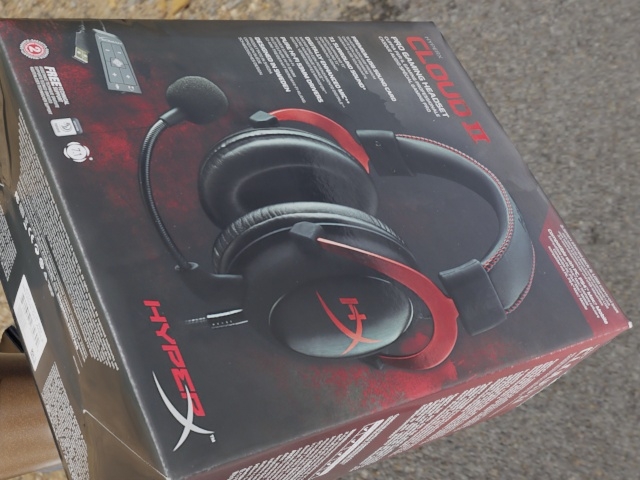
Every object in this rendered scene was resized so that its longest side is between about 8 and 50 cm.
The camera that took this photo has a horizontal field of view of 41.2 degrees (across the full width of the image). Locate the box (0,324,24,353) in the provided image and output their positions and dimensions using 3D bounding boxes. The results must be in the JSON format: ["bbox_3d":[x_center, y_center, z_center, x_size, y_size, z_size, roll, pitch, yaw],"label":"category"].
[{"bbox_3d":[-0.474,0.247,1.394,0.164,0.201,0.021,46,49,8],"label":"box"}]

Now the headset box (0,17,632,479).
[{"bbox_3d":[0.000,0.000,0.437,0.293,0.110,0.218,-9,62,-35],"label":"headset box"}]

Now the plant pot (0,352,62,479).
[{"bbox_3d":[-0.350,0.192,0.923,0.165,0.167,0.167,4,90,-46],"label":"plant pot"}]

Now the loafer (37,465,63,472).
[{"bbox_3d":[-0.502,0.395,1.717,0.109,0.302,0.095,41,37,-49],"label":"loafer"}]
